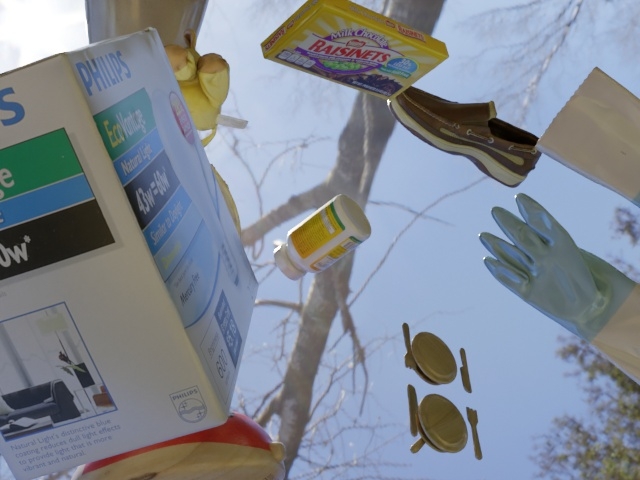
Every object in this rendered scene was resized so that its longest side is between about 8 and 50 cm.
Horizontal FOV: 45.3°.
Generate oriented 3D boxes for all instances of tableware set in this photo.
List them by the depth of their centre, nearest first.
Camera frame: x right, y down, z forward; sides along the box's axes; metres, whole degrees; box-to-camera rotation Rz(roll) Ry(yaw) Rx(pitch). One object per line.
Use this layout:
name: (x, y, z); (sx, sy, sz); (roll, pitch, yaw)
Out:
tableware set: (0.162, 0.220, 1.100); (0.128, 0.039, 0.194); (26, -139, -24)

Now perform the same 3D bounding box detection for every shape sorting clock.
shape sorting clock: (-0.214, -0.066, 1.500); (0.040, 0.206, 0.206); (-30, -125, -29)

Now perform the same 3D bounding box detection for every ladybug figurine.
ladybug figurine: (-0.278, 0.439, 1.478); (0.450, 0.305, 0.161); (-16, -123, 9)

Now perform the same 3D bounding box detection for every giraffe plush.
giraffe plush: (-0.238, -0.281, 1.343); (0.210, 0.181, 0.170); (25, -152, -46)

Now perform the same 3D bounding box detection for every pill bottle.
pill bottle: (0.000, 0.000, 1.705); (0.117, 0.208, 0.117); (42, -155, -25)

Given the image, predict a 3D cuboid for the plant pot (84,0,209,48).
plant pot: (-0.378, -0.403, 1.601); (0.257, 0.273, 0.256); (11, -164, -3)

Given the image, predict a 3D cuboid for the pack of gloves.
pack of gloves: (0.269, -0.001, 0.658); (0.232, 0.195, 0.046); (37, -165, 10)

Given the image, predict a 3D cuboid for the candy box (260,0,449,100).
candy box: (0.043, -0.218, 0.880); (0.206, 0.105, 0.027); (8, -121, -41)

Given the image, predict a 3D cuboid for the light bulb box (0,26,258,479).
light bulb box: (-0.244, -0.013, 0.823); (0.226, 0.360, 0.358); (-18, -162, 6)

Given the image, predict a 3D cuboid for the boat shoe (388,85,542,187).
boat shoe: (0.226, -0.179, 1.155); (0.258, 0.095, 0.095); (24, -142, -22)
